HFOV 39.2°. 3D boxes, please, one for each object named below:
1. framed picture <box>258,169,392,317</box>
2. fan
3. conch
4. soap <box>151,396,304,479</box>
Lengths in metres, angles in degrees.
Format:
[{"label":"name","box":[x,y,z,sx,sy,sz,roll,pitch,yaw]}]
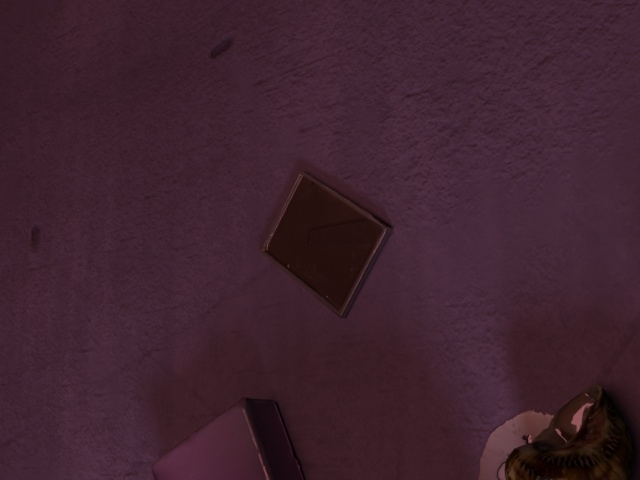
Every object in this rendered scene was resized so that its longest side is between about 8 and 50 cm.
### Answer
[{"label":"framed picture","box":[0.000,0.000,1.667,0.260,0.023,0.189,35,102,39]},{"label":"fan","box":[0.292,0.415,1.334,0.190,0.009,0.329,25,96,40]},{"label":"conch","box":[0.343,0.308,1.238,0.181,0.187,0.124,-33,99,31]},{"label":"soap","box":[-0.158,0.478,1.631,0.285,0.107,0.296,-38,59,28]}]
